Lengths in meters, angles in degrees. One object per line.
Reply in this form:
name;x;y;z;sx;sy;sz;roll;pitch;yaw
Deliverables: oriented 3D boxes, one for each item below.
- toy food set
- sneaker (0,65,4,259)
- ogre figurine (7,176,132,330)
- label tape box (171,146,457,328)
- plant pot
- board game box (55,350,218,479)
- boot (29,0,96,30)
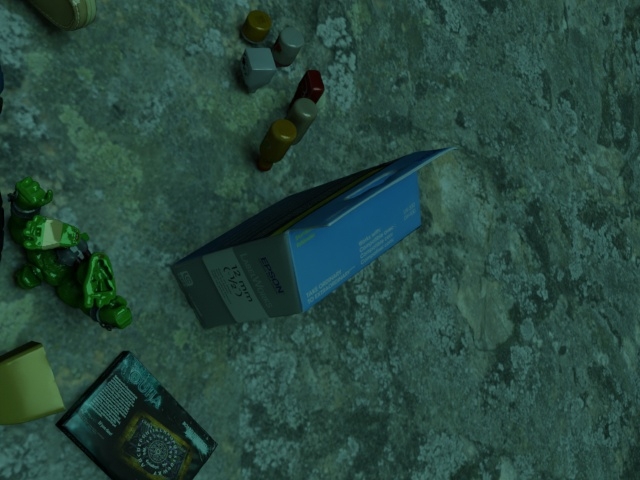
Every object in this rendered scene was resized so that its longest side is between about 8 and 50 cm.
toy food set;-0.068;-0.229;1.202;0.111;0.104;0.232;-7;68;-27
sneaker;-0.429;-0.060;0.859;0.140;0.125;0.340;0;84;-13
ogre figurine;-0.305;0.023;0.923;0.197;0.118;0.097;39;64;-26
label tape box;0.000;0.000;1.028;0.249;0.348;0.115;-34;104;-38
plant pot;-0.349;0.169;0.887;0.083;0.081;0.081;-21;96;-28
board game box;-0.229;0.250;1.002;0.186;0.026;0.126;53;54;-19
boot;-0.407;-0.321;0.898;0.262;0.095;0.203;51;45;-16
